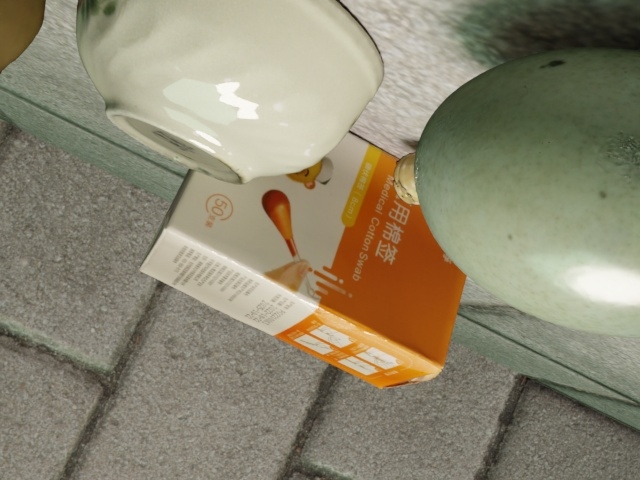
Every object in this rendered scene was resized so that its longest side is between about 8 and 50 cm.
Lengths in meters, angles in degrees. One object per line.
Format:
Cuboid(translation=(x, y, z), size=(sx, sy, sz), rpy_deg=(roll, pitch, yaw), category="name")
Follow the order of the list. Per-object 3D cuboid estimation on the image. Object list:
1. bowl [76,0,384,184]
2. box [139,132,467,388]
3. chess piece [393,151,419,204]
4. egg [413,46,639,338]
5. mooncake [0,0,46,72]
Cuboid(translation=(-0.096, -0.141, 0.650), size=(0.277, 0.145, 0.277), rpy_deg=(23, 174, 3), category="bowl")
Cuboid(translation=(0.000, 0.000, 0.857), size=(0.341, 0.225, 0.143), rpy_deg=(27, 151, -12), category="box")
Cuboid(translation=(0.131, -0.069, 0.714), size=(0.060, 0.060, 0.172), rpy_deg=(28, 168, -18), category="chess piece")
Cuboid(translation=(0.165, -0.030, 0.448), size=(0.236, 0.169, 0.169), rpy_deg=(22, 172, 42), category="egg")
Cuboid(translation=(-0.363, -0.178, 0.448), size=(0.378, 0.378, 0.201), rpy_deg=(23, 179, 14), category="mooncake")
